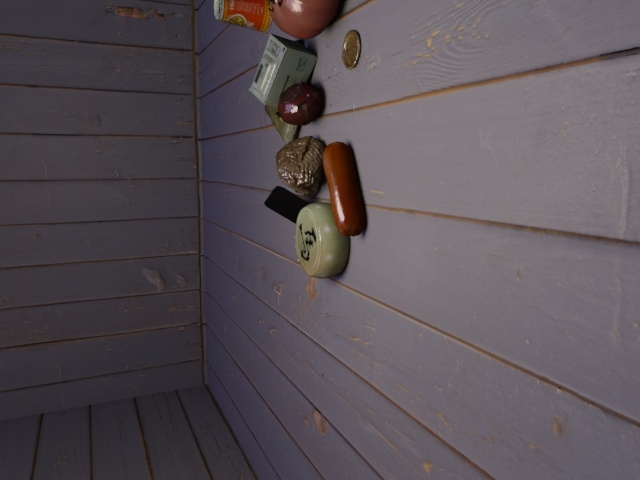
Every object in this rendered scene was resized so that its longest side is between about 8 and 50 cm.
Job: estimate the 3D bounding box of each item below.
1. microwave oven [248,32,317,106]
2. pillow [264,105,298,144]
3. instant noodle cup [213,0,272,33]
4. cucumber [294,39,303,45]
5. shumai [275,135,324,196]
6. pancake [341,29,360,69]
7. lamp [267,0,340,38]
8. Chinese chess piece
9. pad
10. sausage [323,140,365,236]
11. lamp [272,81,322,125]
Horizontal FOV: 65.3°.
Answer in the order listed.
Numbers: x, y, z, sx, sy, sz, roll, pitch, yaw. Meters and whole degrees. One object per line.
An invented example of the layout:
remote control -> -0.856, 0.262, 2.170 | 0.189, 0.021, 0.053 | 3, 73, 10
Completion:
microwave oven -> -0.134, -0.577, 1.716 | 0.122, 0.162, 0.208 | 50, 125, 34
pillow -> -0.148, -0.507, 1.914 | 0.302, 0.075, 0.185 | 60, 142, 40
instant noodle cup -> -0.323, -0.969, 2.066 | 0.193, 0.212, 0.193 | 177, 90, -65
cucumber -> -0.075, -0.647, 1.786 | 0.032, 0.032, 0.133 | -179, 86, -65
shumai -> -0.053, -0.238, 1.698 | 0.175, 0.166, 0.205 | 61, -144, -54
pancake -> 0.089, -0.559, 1.468 | 0.115, 0.011, 0.114 | 178, 90, -67
lamp -> -0.066, -0.770, 1.501 | 0.305, 0.240, 0.305 | 178, 90, -65
Chinese chess piece -> 0.000, 0.000, 1.632 | 0.250, 0.101, 0.250 | 176, 90, -66
pad -> -0.166, -0.183, 1.785 | 0.323, 0.055, 0.250 | 48, 159, -4
sausage -> 0.068, -0.156, 1.476 | 0.083, 0.089, 0.300 | -36, 61, 54
lamp -> -0.063, -0.450, 1.674 | 0.157, 0.135, 0.156 | 20, 70, 45
